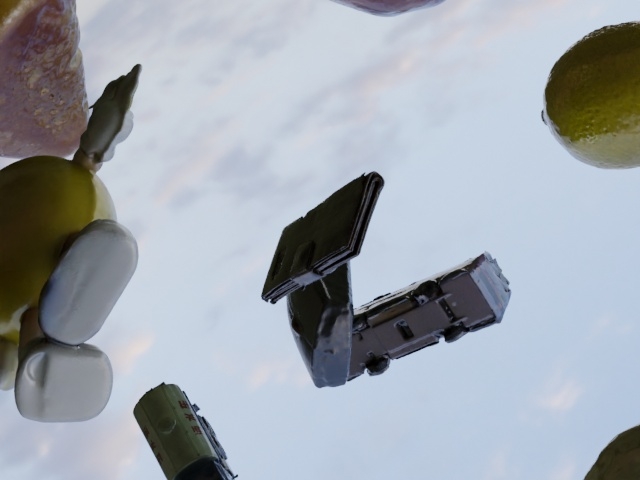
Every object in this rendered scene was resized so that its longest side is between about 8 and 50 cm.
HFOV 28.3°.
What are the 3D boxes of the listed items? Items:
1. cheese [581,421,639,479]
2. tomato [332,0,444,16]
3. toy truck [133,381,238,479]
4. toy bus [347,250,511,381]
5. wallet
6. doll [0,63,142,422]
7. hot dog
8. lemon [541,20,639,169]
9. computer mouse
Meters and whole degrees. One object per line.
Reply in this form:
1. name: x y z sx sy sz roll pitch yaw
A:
1. cheese: 0.441 0.256 1.227 0.351 0.328 0.129 -22 -130 9
2. tomato: 0.053 -0.263 1.098 0.233 0.139 0.200 -15 -178 5
3. toy truck: -0.141 0.236 1.388 0.074 0.088 0.201 -32 -134 -6
4. toy bus: 0.150 0.120 2.053 0.317 0.112 0.138 -23 -168 33
5. wallet: 0.000 0.000 1.628 0.230 0.042 0.124 -29 -143 54
6. doll: -0.283 0.007 1.342 0.348 0.161 0.423 -43 -144 33
7. hot dog: -0.469 -0.259 1.838 0.223 0.405 0.185 -35 -119 -26
8. lemon: 0.520 -0.244 2.117 0.320 0.245 0.245 -14 -150 25
9. computer mouse: -0.003 0.091 1.956 0.100 0.170 0.269 0 -147 -1
